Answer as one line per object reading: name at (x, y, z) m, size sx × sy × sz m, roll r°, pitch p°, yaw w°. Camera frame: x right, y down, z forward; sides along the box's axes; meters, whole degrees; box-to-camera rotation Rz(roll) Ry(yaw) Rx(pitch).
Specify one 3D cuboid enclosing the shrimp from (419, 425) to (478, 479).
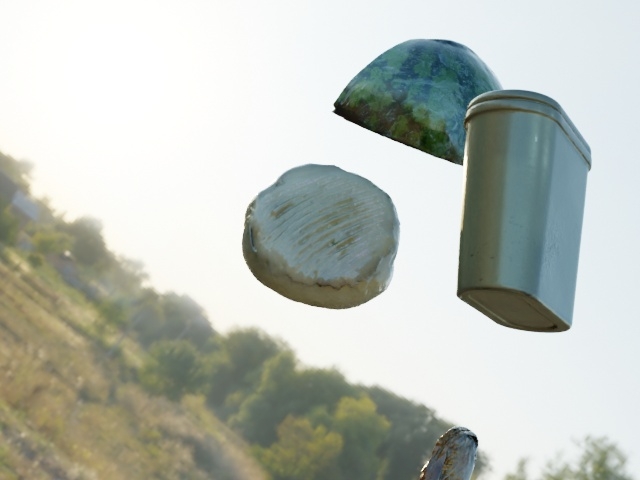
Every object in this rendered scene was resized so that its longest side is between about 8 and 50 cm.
shrimp at (0.130, 0.366, 1.332) m, size 0.066 × 0.262 × 0.117 m, roll 19°, pitch -17°, yaw 45°

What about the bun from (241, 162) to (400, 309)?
bun at (0.000, 0.000, 1.449) m, size 0.239 × 0.239 × 0.141 m, roll 36°, pitch -30°, yaw 20°

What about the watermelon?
watermelon at (0.181, -0.208, 1.595) m, size 0.305 × 0.223 × 0.180 m, roll 12°, pitch -29°, yaw -30°

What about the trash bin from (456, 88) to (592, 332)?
trash bin at (0.252, -0.028, 1.221) m, size 0.121 × 0.247 × 0.243 m, roll -1°, pitch -17°, yaw 30°
